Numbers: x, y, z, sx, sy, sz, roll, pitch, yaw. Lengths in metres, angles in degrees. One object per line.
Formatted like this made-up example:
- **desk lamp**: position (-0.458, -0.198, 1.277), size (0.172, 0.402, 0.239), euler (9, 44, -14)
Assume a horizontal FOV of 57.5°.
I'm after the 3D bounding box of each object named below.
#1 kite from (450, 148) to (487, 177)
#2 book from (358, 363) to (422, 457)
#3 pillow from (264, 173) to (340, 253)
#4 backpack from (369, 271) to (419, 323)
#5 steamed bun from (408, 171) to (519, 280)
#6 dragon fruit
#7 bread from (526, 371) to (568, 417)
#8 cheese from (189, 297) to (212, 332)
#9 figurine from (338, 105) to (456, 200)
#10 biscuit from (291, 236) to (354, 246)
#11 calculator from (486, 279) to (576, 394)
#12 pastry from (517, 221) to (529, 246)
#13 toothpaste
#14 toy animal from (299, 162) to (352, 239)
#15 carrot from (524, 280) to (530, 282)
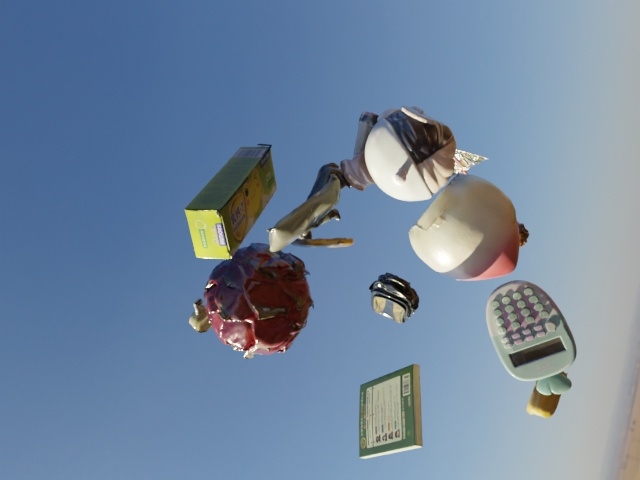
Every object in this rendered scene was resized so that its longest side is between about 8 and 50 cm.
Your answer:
- **kite**: position (0.501, -0.276, 2.112), size (0.189, 0.232, 0.009), euler (50, -124, -6)
- **book**: position (0.177, 0.451, 1.525), size (0.027, 0.264, 0.202), euler (15, -121, -23)
- **pillow**: position (-0.038, -0.059, 1.492), size (0.255, 0.059, 0.169), euler (-41, -9, -24)
- **backpack**: position (0.289, 0.212, 2.282), size (0.258, 0.206, 0.133), euler (78, -147, -63)
- **steamed bun**: position (0.418, -0.013, 1.607), size (0.309, 0.309, 0.310), euler (-30, -55, -54)
- **dragon fruit**: position (-0.172, 0.163, 1.644), size (0.329, 0.329, 0.330), euler (-30, -55, -54)
- **bread**: position (0.740, 0.498, 1.905), size (0.173, 0.085, 0.134), euler (-65, -26, -10)
- **cheese**: position (-0.401, 0.252, 1.945), size (0.092, 0.047, 0.171), euler (-54, -22, -13)
- **figurine**: position (0.208, -0.209, 1.522), size (0.253, 0.361, 0.211), euler (38, -99, -19)
- **biscuit**: position (-0.001, 0.005, 1.803), size (0.260, 0.202, 0.041), euler (-3, -84, -77)
- **calculator**: position (0.526, 0.243, 1.455), size (0.299, 0.185, 0.041), euler (65, -158, 6)
- **pastry**: position (0.557, -0.004, 1.800), size (0.063, 0.169, 0.087), euler (-27, -76, -68)
- **toothpaste**: position (-0.174, -0.091, 1.218), size (0.327, 0.077, 0.110), euler (-66, -26, -56)
- **toy animal**: position (-0.007, -0.112, 2.053), size (0.343, 0.106, 0.168), euler (-56, -46, -13)
- **carrot**: position (0.575, 0.143, 1.655), size (0.142, 0.035, 0.035), euler (75, -145, -68)
